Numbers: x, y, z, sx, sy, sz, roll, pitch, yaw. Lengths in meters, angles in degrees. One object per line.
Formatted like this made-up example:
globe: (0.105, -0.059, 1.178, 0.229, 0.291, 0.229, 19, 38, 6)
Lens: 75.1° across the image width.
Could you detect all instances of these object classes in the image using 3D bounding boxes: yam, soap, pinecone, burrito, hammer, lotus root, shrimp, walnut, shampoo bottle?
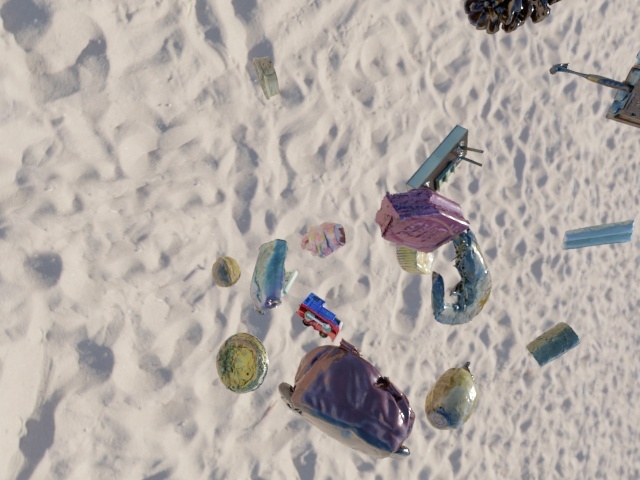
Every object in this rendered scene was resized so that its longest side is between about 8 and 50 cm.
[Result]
yam: (0.905, 0.412, 1.636, 0.194, 0.107, 0.107, -32, 114, -3)
soap: (0.255, -0.057, 1.104, 0.250, 0.162, 0.099, 15, 48, -39)
pinecone: (0.525, -0.687, 1.131, 0.309, 0.244, 0.244, -35, 115, -7)
burrito: (-0.169, 0.116, 1.333, 0.089, 0.144, 0.228, 22, 59, -32)
hammer: (0.712, -0.429, 1.093, 0.078, 0.201, 0.021, -37, 147, -38)
lotus root: (0.344, 0.396, 1.069, 0.221, 0.125, 0.118, -27, 75, -43)
shrimp: (0.466, 0.116, 1.436, 0.272, 0.085, 0.444, -32, 120, -16)
walnut: (-0.330, 0.108, 1.452, 0.105, 0.105, 0.124, -27, 131, -33)
shampoo bottle: (-0.127, 0.163, 1.476, 0.141, 0.049, 0.034, -64, 143, -42)

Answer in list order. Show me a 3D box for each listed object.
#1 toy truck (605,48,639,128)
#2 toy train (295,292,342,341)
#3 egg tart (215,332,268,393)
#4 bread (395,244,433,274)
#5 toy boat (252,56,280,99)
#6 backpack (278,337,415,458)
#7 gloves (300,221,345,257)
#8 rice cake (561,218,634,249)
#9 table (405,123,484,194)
toy truck: (0.868, -0.434, 1.060, 0.162, 0.136, 0.305, -56, 154, -11)
toy train: (0.001, 0.327, 1.774, 0.204, 0.082, 0.131, 33, 46, 11)
egg tart: (-0.301, 0.477, 1.632, 0.094, 0.234, 0.233, 24, 77, -67)
bread: (0.460, 0.072, 2.055, 0.250, 0.133, 0.178, 28, 64, -53)
toy boat: (-0.210, -0.638, 1.599, 0.061, 0.188, 0.116, -19, 146, -6)
backpack: (0.050, 0.259, 0.690, 0.229, 0.229, 0.138, 41, 69, -32)
gloves: (-0.006, 0.004, 1.693, 0.126, 0.241, 0.145, -27, 94, -53)
rice cake: (0.986, -0.017, 1.484, 0.040, 0.226, 0.085, -77, 149, -47)
table: (0.370, -0.196, 1.213, 0.240, 0.111, 0.121, -49, 152, -8)
